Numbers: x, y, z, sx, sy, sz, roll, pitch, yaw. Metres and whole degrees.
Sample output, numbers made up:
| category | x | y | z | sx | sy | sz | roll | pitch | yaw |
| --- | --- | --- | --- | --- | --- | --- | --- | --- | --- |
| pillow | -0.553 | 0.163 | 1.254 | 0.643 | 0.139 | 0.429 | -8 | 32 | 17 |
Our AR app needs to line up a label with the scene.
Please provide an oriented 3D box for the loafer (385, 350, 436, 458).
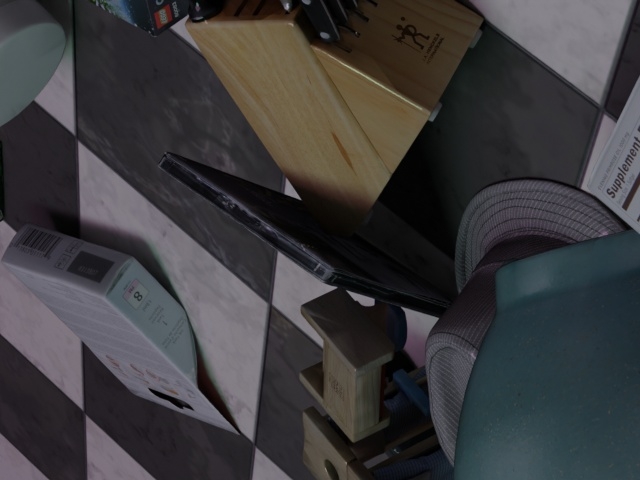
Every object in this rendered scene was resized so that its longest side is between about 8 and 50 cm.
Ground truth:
| category | x | y | z | sx | sy | sz | roll | pitch | yaw |
| --- | --- | --- | --- | --- | --- | --- | --- | --- | --- |
| loafer | 0.057 | 0.143 | 1.637 | 0.170 | 0.062 | 0.061 | 58 | 157 | -10 |

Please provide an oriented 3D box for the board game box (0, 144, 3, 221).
| category | x | y | z | sx | sy | sz | roll | pitch | yaw |
| --- | --- | --- | --- | --- | --- | --- | --- | --- | --- |
| board game box | -0.421 | -0.132 | 2.053 | 0.260 | 0.030 | 0.136 | 41 | 153 | 19 |

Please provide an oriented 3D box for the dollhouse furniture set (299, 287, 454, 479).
| category | x | y | z | sx | sy | sz | roll | pitch | yaw |
| --- | --- | --- | --- | --- | --- | --- | --- | --- | --- |
| dollhouse furniture set | 0.073 | 0.124 | 1.490 | 0.129 | 0.129 | 0.183 | 48 | 152 | 36 |

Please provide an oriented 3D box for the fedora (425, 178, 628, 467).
| category | x | y | z | sx | sy | sz | roll | pitch | yaw |
| --- | --- | --- | --- | --- | --- | --- | --- | --- | --- |
| fedora | 0.157 | 0.106 | 1.372 | 0.244 | 0.124 | 0.275 | 2 | 126 | 55 |

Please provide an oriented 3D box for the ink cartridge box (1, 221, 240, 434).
| category | x | y | z | sx | sy | sz | roll | pitch | yaw |
| --- | --- | --- | --- | --- | --- | --- | --- | --- | --- |
| ink cartridge box | -0.185 | 0.085 | 1.960 | 0.189 | 0.066 | 0.232 | 15 | 157 | 48 |

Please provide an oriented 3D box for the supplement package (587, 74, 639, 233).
| category | x | y | z | sx | sy | sz | roll | pitch | yaw |
| --- | --- | --- | --- | --- | --- | --- | --- | --- | --- |
| supplement package | 0.282 | -0.020 | 1.019 | 0.244 | 0.139 | 0.134 | 43 | 151 | 16 |

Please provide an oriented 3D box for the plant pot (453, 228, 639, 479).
| category | x | y | z | sx | sy | sz | roll | pitch | yaw |
| --- | --- | --- | --- | --- | --- | --- | --- | --- | --- |
| plant pot | 0.204 | 0.090 | 1.160 | 0.293 | 0.293 | 0.196 | -25 | 76 | 62 |

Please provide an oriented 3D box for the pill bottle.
| category | x | y | z | sx | sy | sz | roll | pitch | yaw |
| --- | --- | --- | --- | --- | --- | --- | --- | --- | --- |
| pill bottle | -0.350 | -0.221 | 1.704 | 0.265 | 0.153 | 0.153 | 44 | 152 | 15 |

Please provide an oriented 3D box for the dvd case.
| category | x | y | z | sx | sy | sz | roll | pitch | yaw |
| --- | --- | --- | --- | --- | --- | --- | --- | --- | --- |
| dvd case | 0.000 | 0.000 | 1.451 | 0.164 | 0.018 | 0.221 | 34 | -173 | 29 |

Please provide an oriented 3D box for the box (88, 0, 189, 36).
| category | x | y | z | sx | sy | sz | roll | pitch | yaw |
| --- | --- | --- | --- | --- | --- | --- | --- | --- | --- |
| box | -0.181 | -0.281 | 1.496 | 0.159 | 0.044 | 0.233 | 30 | 146 | 35 |

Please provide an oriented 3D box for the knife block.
| category | x | y | z | sx | sy | sz | roll | pitch | yaw |
| --- | --- | --- | --- | --- | --- | --- | --- | --- | --- |
| knife block | -0.030 | -0.143 | 1.316 | 0.242 | 0.088 | 0.275 | 31 | 151 | 0 |
